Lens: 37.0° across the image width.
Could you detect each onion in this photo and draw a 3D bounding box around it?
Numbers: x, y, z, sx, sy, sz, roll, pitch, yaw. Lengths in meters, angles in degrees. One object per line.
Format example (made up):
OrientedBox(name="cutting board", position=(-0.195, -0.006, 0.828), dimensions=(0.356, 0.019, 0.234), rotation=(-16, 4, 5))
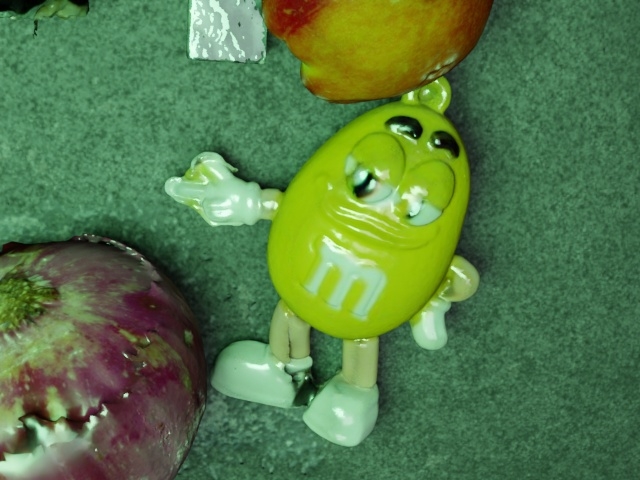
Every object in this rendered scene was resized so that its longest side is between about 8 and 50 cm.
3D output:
OrientedBox(name="onion", position=(-0.300, 0.178, 1.016), dimensions=(0.358, 0.358, 0.345), rotation=(2, 110, -8))

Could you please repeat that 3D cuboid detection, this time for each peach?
OrientedBox(name="peach", position=(0.059, -0.253, 0.954), dimensions=(0.243, 0.243, 0.199), rotation=(-29, 68, 3))

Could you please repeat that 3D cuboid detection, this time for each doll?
OrientedBox(name="doll", position=(0.012, 0.034, 1.114), dimensions=(0.348, 0.161, 0.423), rotation=(-8, 108, 7))

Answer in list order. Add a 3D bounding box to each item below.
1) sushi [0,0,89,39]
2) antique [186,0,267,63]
OrientedBox(name="sushi", position=(-0.329, -0.317, 0.915), dimensions=(0.238, 0.225, 0.219), rotation=(10, 100, -17))
OrientedBox(name="antique", position=(-0.098, -0.287, 1.025), dimensions=(0.086, 0.088, 0.183), rotation=(2, 107, -8))
